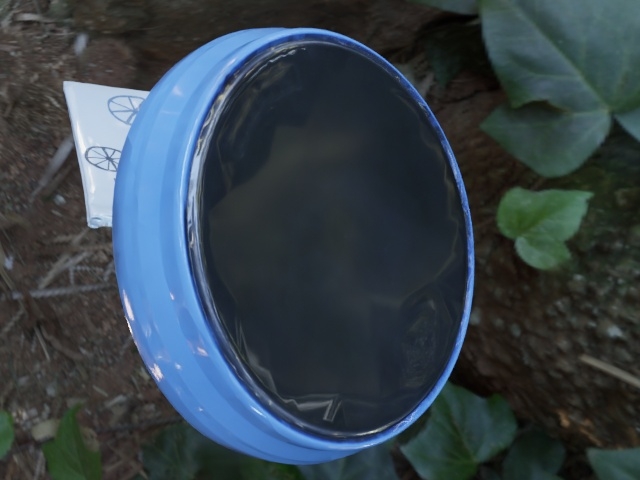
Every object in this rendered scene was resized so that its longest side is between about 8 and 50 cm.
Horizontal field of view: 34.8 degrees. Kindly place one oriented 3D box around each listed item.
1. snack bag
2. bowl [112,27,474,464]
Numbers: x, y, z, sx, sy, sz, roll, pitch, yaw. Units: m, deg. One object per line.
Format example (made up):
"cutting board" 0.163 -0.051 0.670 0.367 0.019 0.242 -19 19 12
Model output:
"snack bag" -0.206 -0.114 1.515 0.323 0.342 0.037 5 130 -26
"bowl" 0.000 0.000 0.900 0.391 0.077 0.391 10 76 -44
